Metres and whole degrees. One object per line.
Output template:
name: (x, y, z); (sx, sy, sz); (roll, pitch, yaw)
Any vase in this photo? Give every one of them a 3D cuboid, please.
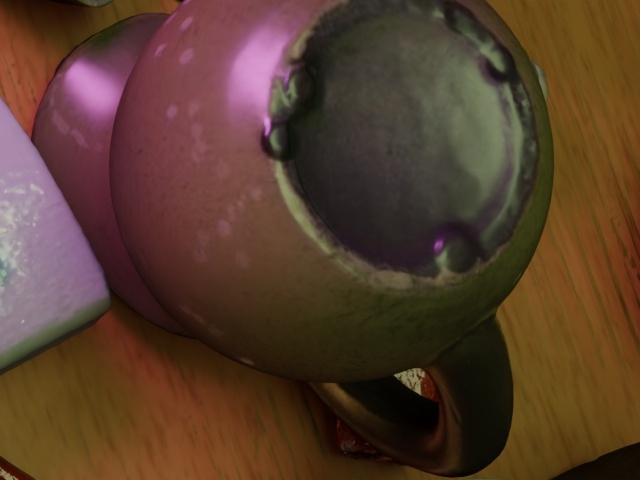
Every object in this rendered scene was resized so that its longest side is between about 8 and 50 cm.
vase: (0.000, 0.000, 1.140); (0.241, 0.302, 0.329); (-36, 101, -27)

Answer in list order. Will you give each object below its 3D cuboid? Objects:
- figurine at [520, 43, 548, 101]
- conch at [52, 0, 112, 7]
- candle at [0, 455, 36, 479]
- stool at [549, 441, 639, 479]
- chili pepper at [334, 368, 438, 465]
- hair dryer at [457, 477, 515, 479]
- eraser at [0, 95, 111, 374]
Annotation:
figurine: (0.075, -0.063, 1.299); (0.178, 0.109, 0.129); (-37, 119, -23)
conch: (-0.175, -0.246, 1.199); (0.181, 0.124, 0.187); (-56, 133, -33)
candle: (-0.194, 0.135, 1.170); (0.167, 0.021, 0.026); (37, 68, -14)
stool: (0.220, 0.276, 1.250); (0.179, 0.179, 0.264); (-29, 93, -26)
chili pepper: (0.050, 0.083, 1.269); (0.070, 0.073, 0.123); (31, 65, -61)
hair dryer: (-0.022, 0.249, 1.135); (0.362, 0.128, 0.203); (1, 118, 3)
eraser: (-0.285, 0.029, 1.102); (0.290, 0.104, 0.189); (-30, 81, -27)
